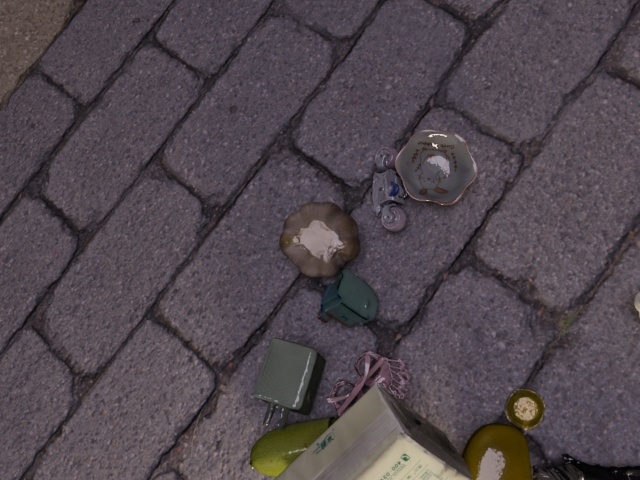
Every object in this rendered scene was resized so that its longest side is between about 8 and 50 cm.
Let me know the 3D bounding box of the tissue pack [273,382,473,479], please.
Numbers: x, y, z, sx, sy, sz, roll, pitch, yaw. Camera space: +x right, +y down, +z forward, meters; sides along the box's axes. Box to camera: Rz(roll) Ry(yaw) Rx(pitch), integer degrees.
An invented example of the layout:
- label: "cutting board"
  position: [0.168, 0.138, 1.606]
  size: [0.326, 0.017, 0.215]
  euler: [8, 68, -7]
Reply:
- label: "tissue pack"
  position: [0.119, 0.565, 1.289]
  size: [0.380, 0.297, 0.207]
  euler: [-45, 27, 7]

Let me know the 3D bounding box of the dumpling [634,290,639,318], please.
- label: "dumpling"
  position: [0.854, 0.165, 1.349]
  size: [0.169, 0.100, 0.134]
  euler: [33, 74, 17]

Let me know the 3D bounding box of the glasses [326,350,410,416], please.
- label: "glasses"
  position: [0.133, 0.402, 1.467]
  size: [0.162, 0.095, 0.255]
  euler: [40, 91, 10]

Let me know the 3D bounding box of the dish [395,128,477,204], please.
- label: "dish"
  position: [0.325, -0.202, 1.570]
  size: [0.229, 0.081, 0.230]
  euler: [-1, 80, 3]

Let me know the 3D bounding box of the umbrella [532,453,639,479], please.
- label: "umbrella"
  position: [0.682, 0.558, 1.293]
  size: [0.357, 0.113, 0.106]
  euler: [-6, 102, 7]

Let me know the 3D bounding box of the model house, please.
- label: "model house"
  position: [0.060, 0.178, 1.531]
  size: [0.148, 0.148, 0.119]
  euler: [-35, 26, 40]

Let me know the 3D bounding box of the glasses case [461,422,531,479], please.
- label: "glasses case"
  position: [0.418, 0.632, 1.316]
  size: [0.173, 0.141, 0.372]
  euler: [-3, 76, 13]

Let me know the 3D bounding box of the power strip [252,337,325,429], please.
- label: "power strip"
  position: [-0.089, 0.394, 1.477]
  size: [0.139, 0.140, 0.225]
  euler: [13, 70, 15]

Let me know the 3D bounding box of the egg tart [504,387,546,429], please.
- label: "egg tart"
  position: [0.519, 0.427, 1.396]
  size: [0.105, 0.039, 0.105]
  euler: [-4, 74, 14]

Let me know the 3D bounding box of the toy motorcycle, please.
- label: "toy motorcycle"
  position: [0.191, -0.146, 1.591]
  size: [0.112, 0.112, 0.255]
  euler: [-8, 76, 11]

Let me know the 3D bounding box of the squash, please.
- label: "squash"
  position: [-0.072, 0.550, 1.456]
  size: [0.246, 0.132, 0.133]
  euler: [-13, 74, 10]

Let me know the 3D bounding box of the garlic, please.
- label: "garlic"
  position: [0.000, -0.004, 1.564]
  size: [0.227, 0.152, 0.228]
  euler: [-1, 78, 5]
